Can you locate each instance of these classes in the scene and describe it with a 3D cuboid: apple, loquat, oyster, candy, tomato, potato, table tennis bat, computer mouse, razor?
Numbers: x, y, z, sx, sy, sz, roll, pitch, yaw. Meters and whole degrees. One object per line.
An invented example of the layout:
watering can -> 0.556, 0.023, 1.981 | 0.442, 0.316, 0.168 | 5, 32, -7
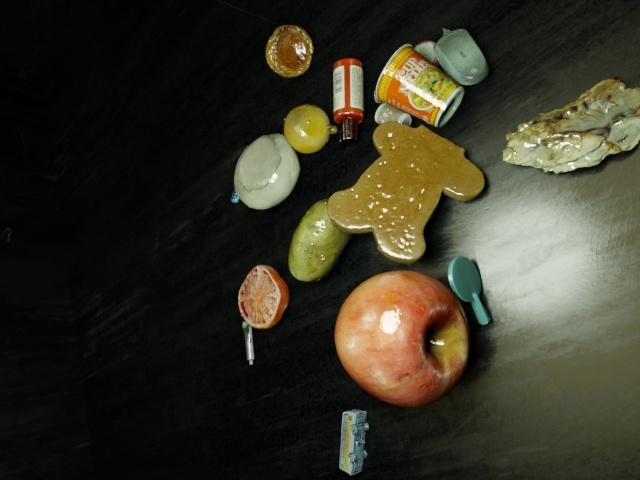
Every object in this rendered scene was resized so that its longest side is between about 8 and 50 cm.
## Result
apple -> 0.210, 0.256, 1.211 | 0.364, 0.364, 0.363 | -5, 82, 35
loquat -> -0.037, -0.392, 1.583 | 0.205, 0.149, 0.172 | 5, 68, 16
oyster -> 0.632, -0.272, 1.115 | 0.355, 0.107, 0.201 | -28, 66, 31
candy -> -0.197, -0.250, 1.663 | 0.296, 0.185, 0.295 | -16, 59, 29
tomato -> -0.200, 0.208, 1.667 | 0.237, 0.095, 0.236 | -3, 85, 39
potato -> 0.000, 0.000, 1.481 | 0.173, 0.210, 0.307 | 29, 106, 10
table tennis bat -> 0.412, 0.138, 1.229 | 0.033, 0.124, 0.201 | -23, 93, 52
candy -> 0.328, -0.571, 1.404 | 0.103, 0.043, 0.103 | -5, 82, 36
computer mouse -> 0.414, -0.535, 1.322 | 0.113, 0.068, 0.229 | -25, 64, 9
razor -> -0.322, -0.278, 1.842 | 0.082, 0.042, 0.253 | 21, 98, 34

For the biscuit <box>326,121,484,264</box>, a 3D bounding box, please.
biscuit -> 0.253, -0.141, 1.324 | 0.368, 0.076, 0.394 | 32, 85, 19

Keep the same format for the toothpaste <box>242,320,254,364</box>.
toothpaste -> -0.277, 0.394, 1.742 | 0.045, 0.028, 0.169 | -18, 71, 26

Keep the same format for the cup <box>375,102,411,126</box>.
cup -> 0.227, -0.376, 1.435 | 0.099, 0.074, 0.102 | 40, 108, 32

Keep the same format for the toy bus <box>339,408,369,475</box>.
toy bus -> 0.105, 0.633, 1.420 | 0.075, 0.064, 0.190 | -2, 83, 48

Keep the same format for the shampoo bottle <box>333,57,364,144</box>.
shampoo bottle -> 0.095, -0.465, 1.521 | 0.104, 0.104, 0.278 | -5, 81, 35

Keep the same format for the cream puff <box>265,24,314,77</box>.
cream puff -> -0.133, -0.716, 1.700 | 0.169, 0.183, 0.183 | 41, 110, 59

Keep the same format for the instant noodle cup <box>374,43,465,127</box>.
instant noodle cup -> 0.299, -0.440, 1.326 | 0.212, 0.193, 0.193 | 38, 107, 16
